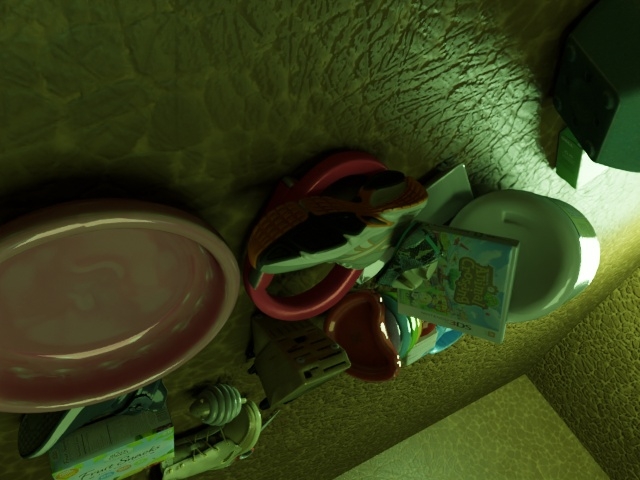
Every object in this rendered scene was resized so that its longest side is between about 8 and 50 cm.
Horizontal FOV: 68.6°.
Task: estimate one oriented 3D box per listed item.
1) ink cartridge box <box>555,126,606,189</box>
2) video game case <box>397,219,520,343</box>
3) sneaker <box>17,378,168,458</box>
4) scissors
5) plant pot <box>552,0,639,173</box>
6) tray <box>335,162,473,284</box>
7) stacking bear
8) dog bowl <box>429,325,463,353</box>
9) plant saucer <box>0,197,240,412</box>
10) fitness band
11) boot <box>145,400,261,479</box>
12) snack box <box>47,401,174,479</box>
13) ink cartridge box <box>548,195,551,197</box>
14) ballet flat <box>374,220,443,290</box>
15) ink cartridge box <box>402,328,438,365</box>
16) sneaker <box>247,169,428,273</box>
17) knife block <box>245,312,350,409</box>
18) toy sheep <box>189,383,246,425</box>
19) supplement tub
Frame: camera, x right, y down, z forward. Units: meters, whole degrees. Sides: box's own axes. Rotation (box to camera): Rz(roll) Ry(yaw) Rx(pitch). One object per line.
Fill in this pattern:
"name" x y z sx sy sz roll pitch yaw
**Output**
"ink cartridge box" 0.532 -0.199 0.921 0.109 0.062 0.209 -36 147 4
"video game case" 0.222 0.070 0.798 0.023 0.193 0.212 -48 142 -43
"sneaker" -0.349 0.266 0.745 0.226 0.086 0.163 -42 144 12
"scissors" -0.205 0.568 1.335 0.109 0.021 0.297 -3 139 -36
"plant pot" 0.501 -0.243 0.683 0.252 0.248 0.247 -18 148 5
"tray" 0.149 -0.029 0.843 0.270 0.030 0.145 -37 148 6
"stacking bear" 0.154 0.179 1.013 0.164 0.175 0.289 -21 171 39
"dog bowl" 0.368 0.215 1.319 0.166 0.074 0.297 -9 140 -33
"plant saucer" -0.264 0.073 0.556 0.332 0.084 0.332 -22 142 -18
"fitness band" 0.000 0.000 0.700 0.209 0.054 0.291 7 119 -45
"boot" -0.272 0.471 1.085 0.203 0.095 0.262 7 135 -44
"snack box" -0.393 0.403 0.904 0.207 0.070 0.174 -15 144 -29
"ink cartridge box" 0.522 0.006 1.197 0.181 0.056 0.225 -35 150 3
"ballet flat" 0.123 0.038 0.660 0.070 0.070 0.188 -25 164 -12
"ink cartridge box" 0.242 0.248 1.235 0.092 0.090 0.143 -26 146 -11
"sneaker" 0.029 0.004 0.614 0.262 0.099 0.121 -20 139 -27
"knife block" -0.053 0.256 0.860 0.088 0.275 0.242 -15 114 -27
"toy sheep" -0.209 0.337 0.968 0.132 0.091 0.091 2 134 -48
"supplement tub" 0.406 0.025 0.927 0.324 0.235 0.235 -1 137 -53
